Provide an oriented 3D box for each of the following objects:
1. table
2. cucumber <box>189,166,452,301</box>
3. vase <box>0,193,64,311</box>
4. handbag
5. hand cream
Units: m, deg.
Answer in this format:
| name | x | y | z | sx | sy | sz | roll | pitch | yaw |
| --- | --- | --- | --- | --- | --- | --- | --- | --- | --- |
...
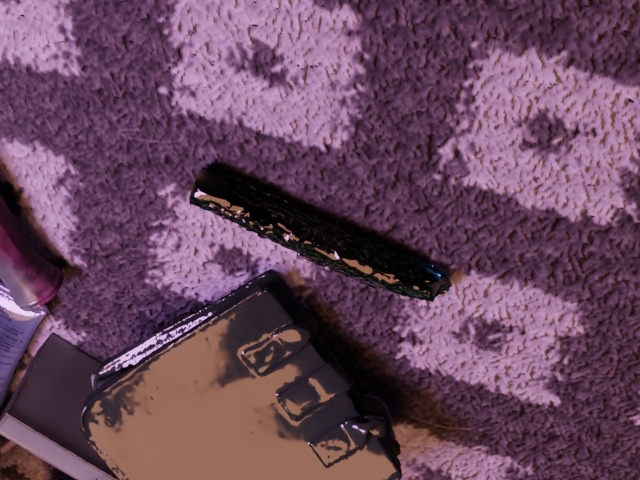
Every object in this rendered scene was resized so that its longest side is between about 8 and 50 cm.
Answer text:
| name | x | y | z | sx | sy | sz | roll | pitch | yaw |
| --- | --- | --- | --- | --- | --- | --- | --- | --- | --- |
| table | -0.238 | 0.231 | 1.515 | 0.240 | 0.122 | 0.111 | 33 | 135 | -11 |
| cucumber | 0.000 | 0.000 | 1.260 | 0.256 | 0.043 | 0.044 | 23 | 141 | -3 |
| vase | -0.337 | -0.018 | 1.348 | 0.086 | 0.086 | 0.214 | -12 | 131 | 30 |
| handbag | -0.079 | 0.186 | 1.377 | 0.260 | 0.079 | 0.247 | -32 | 104 | 14 |
| hand cream | -0.365 | 0.133 | 1.520 | 0.088 | 0.055 | 0.256 | 31 | 134 | 3 |
